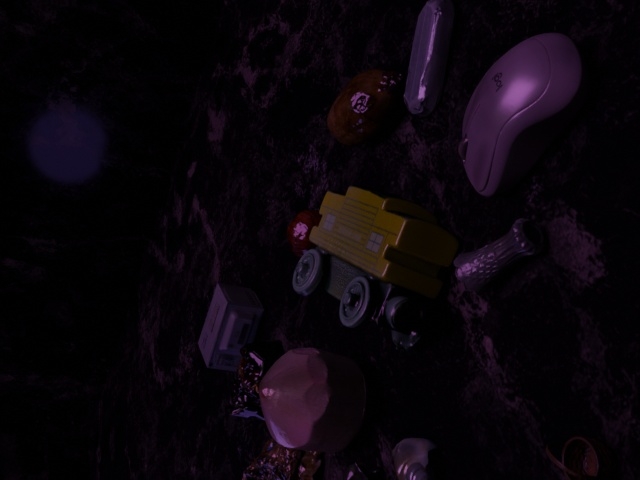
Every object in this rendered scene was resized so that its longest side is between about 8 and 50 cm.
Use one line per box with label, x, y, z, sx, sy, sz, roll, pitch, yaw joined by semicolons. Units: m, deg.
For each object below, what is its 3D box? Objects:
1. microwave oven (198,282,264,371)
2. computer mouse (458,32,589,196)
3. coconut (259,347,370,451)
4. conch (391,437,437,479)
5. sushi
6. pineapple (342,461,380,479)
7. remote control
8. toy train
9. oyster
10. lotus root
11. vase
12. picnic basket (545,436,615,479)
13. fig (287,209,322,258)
microwave oven;-0.255;0.252;2.263;0.162;0.122;0.208;48;123;60
computer mouse;0.309;-0.207;1.294;0.297;0.121;0.184;-48;39;45
coconut;-0.023;0.322;1.612;0.224;0.234;0.224;-48;33;47
conch;0.165;0.393;1.381;0.180;0.065;0.088;-142;65;-72
sushi;-0.140;0.328;1.953;0.172;0.153;0.150;-78;-5;-52
pineapple;0.092;0.506;1.449;0.119;0.111;0.237;-44;24;1
remote control;0.225;-0.381;1.632;0.104;0.052;0.247;-169;88;-67
toy train;0.101;0.035;1.569;0.442;0.179;0.272;28;96;64
oyster;-0.077;0.493;1.803;0.214;0.083;0.223;0;72;50
lotus root;0.103;-0.303;1.760;0.260;0.128;0.145;-30;42;56
vase;0.293;0.023;1.274;0.148;0.081;0.081;-41;43;46
picnic basket;0.338;0.293;1.041;0.072;0.083;0.072;-37;46;53
fig;-0.008;0.000;1.881;0.150;0.128;0.128;49;135;10
